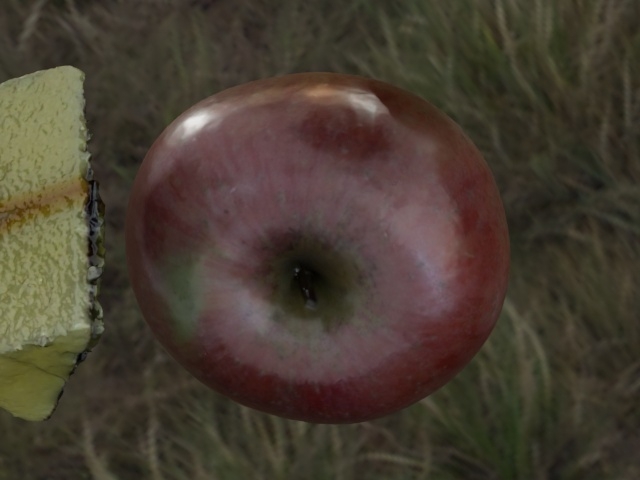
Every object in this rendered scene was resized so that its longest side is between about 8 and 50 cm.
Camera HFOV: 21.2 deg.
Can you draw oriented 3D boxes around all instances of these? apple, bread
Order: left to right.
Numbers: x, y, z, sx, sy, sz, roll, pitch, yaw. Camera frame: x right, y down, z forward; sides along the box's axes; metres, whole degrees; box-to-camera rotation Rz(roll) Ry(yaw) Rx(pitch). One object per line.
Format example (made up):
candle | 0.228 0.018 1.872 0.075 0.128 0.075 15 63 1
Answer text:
bread | -0.245 0.002 1.391 0.142 0.178 0.266 2 56 -7
apple | 0.000 0.000 1.532 0.345 0.345 0.269 -23 13 17
